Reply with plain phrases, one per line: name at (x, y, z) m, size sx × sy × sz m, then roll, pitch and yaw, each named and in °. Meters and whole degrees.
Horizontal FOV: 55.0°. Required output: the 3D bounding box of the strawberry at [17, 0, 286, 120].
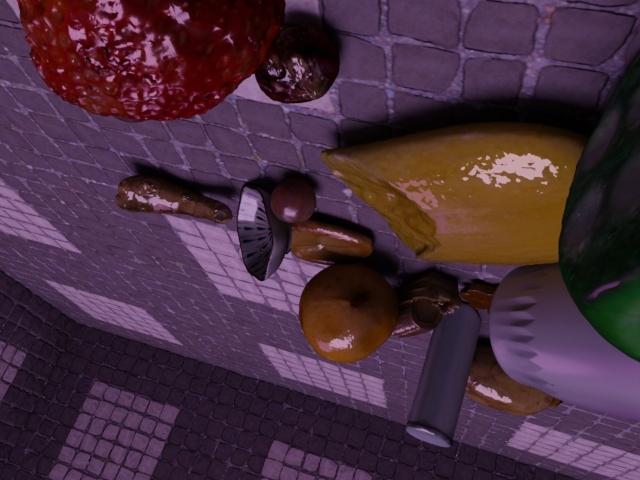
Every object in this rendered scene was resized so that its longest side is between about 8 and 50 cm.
strawberry at (-0.179, -0.230, 0.617) m, size 0.238 × 0.250 × 0.288 m, roll 29°, pitch 133°, yaw -26°

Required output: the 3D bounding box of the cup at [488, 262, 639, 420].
cup at (0.447, 0.131, 0.876) m, size 0.253 × 0.254 × 0.371 m, roll 31°, pitch 160°, yaw -25°

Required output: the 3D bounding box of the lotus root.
lotus root at (0.457, 0.348, 1.511) m, size 0.283 × 0.146 × 0.160 m, roll 17°, pitch 175°, yaw -1°

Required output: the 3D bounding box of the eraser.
eraser at (0.277, 0.299, 1.360) m, size 0.104 × 0.290 × 0.189 m, roll 10°, pitch 156°, yaw 25°

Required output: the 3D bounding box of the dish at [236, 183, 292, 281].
dish at (-0.099, -0.018, 1.167) m, size 0.066 × 0.191 × 0.190 m, roll -7°, pitch 168°, yaw -26°

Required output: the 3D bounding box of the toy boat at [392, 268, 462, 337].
toy boat at (0.198, 0.149, 1.315) m, size 0.089 × 0.116 × 0.310 m, roll 23°, pitch 157°, yaw -13°

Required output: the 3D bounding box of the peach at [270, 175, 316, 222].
peach at (-0.048, -0.071, 1.076) m, size 0.083 × 0.083 × 0.083 m, roll 17°, pitch 157°, yaw 8°

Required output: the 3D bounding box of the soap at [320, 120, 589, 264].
soap at (0.216, -0.051, 0.866) m, size 0.427 × 0.115 × 0.306 m, roll -2°, pitch 145°, yaw 42°

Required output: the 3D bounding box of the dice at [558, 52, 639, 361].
dice at (0.404, -0.039, 0.523) m, size 0.299 × 0.287 × 0.297 m, roll 19°, pitch 157°, yaw 2°

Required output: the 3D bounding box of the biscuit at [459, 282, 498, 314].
biscuit at (0.370, 0.127, 1.243) m, size 0.174 × 0.026 × 0.124 m, roll 24°, pitch 155°, yaw -11°

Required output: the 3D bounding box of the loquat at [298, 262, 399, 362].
loquat at (0.055, 0.147, 1.263) m, size 0.207 × 0.208 × 0.208 m, roll 17°, pitch 157°, yaw 8°

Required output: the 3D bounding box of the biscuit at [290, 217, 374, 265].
biscuit at (-0.002, 0.004, 1.255) m, size 0.259 × 0.041 × 0.203 m, roll 0°, pitch 150°, yaw 42°

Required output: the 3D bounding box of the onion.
onion at (-0.029, -0.214, 0.744) m, size 0.107 × 0.097 × 0.107 m, roll -11°, pitch 159°, yaw -4°

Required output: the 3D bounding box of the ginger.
ginger at (-0.313, -0.083, 1.263) m, size 0.333 × 0.081 × 0.148 m, roll 11°, pitch 160°, yaw 23°

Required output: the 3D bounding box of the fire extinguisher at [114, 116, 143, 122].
fire extinguisher at (-0.266, -0.241, 0.858) m, size 0.104 × 0.105 × 0.269 m, roll 25°, pitch 156°, yaw -11°
